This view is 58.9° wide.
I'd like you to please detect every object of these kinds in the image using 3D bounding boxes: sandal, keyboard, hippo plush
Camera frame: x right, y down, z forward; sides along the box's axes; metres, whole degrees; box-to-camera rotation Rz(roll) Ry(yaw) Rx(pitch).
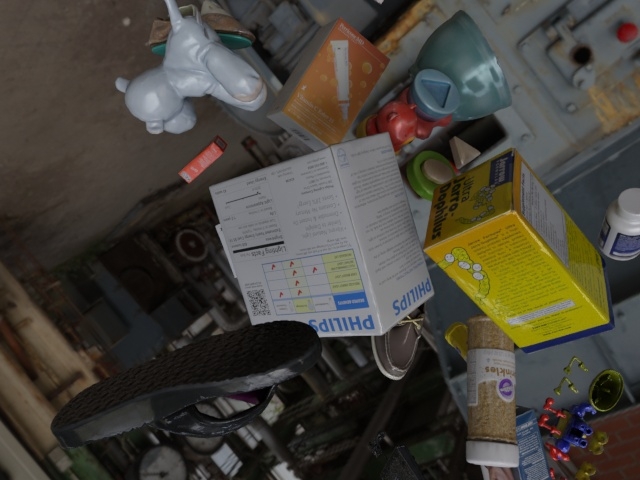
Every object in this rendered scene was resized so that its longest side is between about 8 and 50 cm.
[{"bbox_3d":[-0.186,0.226,0.841,0.446,0.107,0.167,-20,-164,18],"label":"sandal"},{"bbox_3d":[0.190,0.571,1.428,0.033,0.201,0.317,-26,151,-20],"label":"keyboard"},{"bbox_3d":[-0.265,-0.308,1.154,0.236,0.234,0.294,-46,169,5],"label":"hippo plush"}]

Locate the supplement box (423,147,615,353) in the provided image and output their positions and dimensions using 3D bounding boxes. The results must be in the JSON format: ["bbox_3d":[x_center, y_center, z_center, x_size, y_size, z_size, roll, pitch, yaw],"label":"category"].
[{"bbox_3d":[0.397,0.031,1.132,0.195,0.356,0.194,-29,-152,38],"label":"supplement box"}]

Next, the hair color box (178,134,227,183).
[{"bbox_3d":[-0.329,-0.229,1.592,0.141,0.043,0.072,-38,-160,19],"label":"hair color box"}]

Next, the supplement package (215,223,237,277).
[{"bbox_3d":[-0.146,0.002,1.538,0.194,0.149,0.203,-22,173,4],"label":"supplement package"}]

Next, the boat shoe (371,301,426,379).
[{"bbox_3d":[0.204,0.177,1.392,0.096,0.117,0.324,-49,-158,51],"label":"boat shoe"}]

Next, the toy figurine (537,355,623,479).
[{"bbox_3d":[0.755,0.541,1.741,0.362,0.191,0.217,-64,168,-7],"label":"toy figurine"}]

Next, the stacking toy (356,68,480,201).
[{"bbox_3d":[0.275,-0.265,1.365,0.309,0.279,0.130,-45,-178,-33],"label":"stacking toy"}]

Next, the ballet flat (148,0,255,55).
[{"bbox_3d":[-0.287,-0.509,1.344,0.316,0.106,0.107,6,179,28],"label":"ballet flat"}]

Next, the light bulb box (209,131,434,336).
[{"bbox_3d":[0.000,0.000,1.204,0.358,0.361,0.225,-11,-171,40],"label":"light bulb box"}]

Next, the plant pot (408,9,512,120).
[{"bbox_3d":[0.366,-0.448,1.566,0.196,0.293,0.293,-30,-176,12],"label":"plant pot"}]

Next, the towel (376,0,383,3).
[{"bbox_3d":[-0.025,-0.608,1.103,0.053,0.332,0.317,-49,-150,17],"label":"towel"}]

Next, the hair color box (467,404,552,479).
[{"bbox_3d":[0.534,0.632,1.561,0.105,0.347,0.174,-15,180,-23],"label":"hair color box"}]

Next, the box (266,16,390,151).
[{"bbox_3d":[0.022,-0.480,1.786,0.345,0.215,0.168,-60,-157,-5],"label":"box"}]

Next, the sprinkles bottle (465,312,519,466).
[{"bbox_3d":[0.419,0.364,1.394,0.121,0.121,0.355,146,-46,-59],"label":"sprinkles bottle"}]

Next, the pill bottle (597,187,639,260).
[{"bbox_3d":[0.661,-0.036,1.220,0.094,0.094,0.169,-39,147,-10],"label":"pill bottle"}]

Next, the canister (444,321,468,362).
[{"bbox_3d":[0.449,0.324,1.647,0.073,0.126,0.170,-49,-156,8],"label":"canister"}]
